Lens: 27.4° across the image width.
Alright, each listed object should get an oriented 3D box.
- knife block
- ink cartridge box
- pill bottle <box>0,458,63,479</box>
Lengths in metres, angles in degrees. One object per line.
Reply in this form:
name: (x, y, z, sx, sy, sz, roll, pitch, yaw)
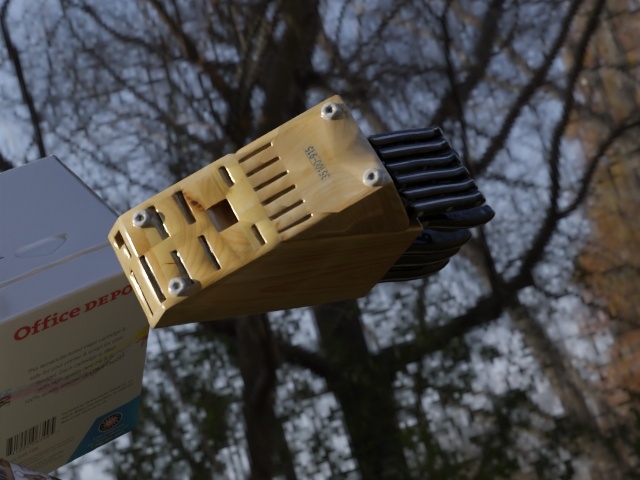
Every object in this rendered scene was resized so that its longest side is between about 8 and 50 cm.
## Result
knife block: (0.000, 0.000, 1.048, 0.275, 0.088, 0.242, -30, -26, -1)
ink cartridge box: (-0.315, 0.090, 1.396, 0.198, 0.197, 0.270, -24, -37, -37)
pill bottle: (-0.284, 0.216, 0.976, 0.229, 0.131, 0.131, 26, -39, -29)
